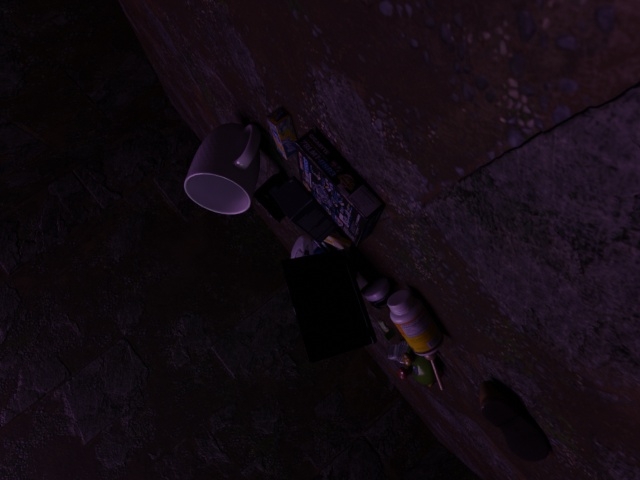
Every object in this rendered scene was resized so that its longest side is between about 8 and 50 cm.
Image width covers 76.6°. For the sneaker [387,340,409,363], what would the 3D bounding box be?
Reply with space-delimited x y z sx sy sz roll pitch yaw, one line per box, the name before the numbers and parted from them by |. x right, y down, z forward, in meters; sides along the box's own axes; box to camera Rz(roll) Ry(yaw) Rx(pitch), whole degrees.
sneaker | 0.424 0.544 1.948 0.115 0.105 0.281 18 167 -6

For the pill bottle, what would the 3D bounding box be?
pill bottle | 0.309 0.267 1.334 0.215 0.117 0.117 55 169 -17

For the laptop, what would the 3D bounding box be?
laptop | 0.051 0.256 1.617 0.408 0.236 0.382 55 -163 -73

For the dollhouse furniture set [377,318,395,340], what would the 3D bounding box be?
dollhouse furniture set | 0.332 0.472 2.113 0.076 0.058 0.151 55 169 -16

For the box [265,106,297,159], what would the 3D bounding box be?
box | -0.116 -0.334 1.276 0.054 0.059 0.169 48 169 24

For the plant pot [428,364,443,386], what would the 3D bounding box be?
plant pot | 0.479 0.566 1.746 0.081 0.081 0.083 46 158 27

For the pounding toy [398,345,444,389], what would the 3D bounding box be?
pounding toy | 0.389 0.515 1.665 0.237 0.110 0.183 152 110 -73

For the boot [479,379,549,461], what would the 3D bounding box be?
boot | 0.587 0.548 1.234 0.305 0.112 0.115 50 -159 -13

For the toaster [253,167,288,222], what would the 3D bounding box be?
toaster | -0.188 -0.198 1.791 0.168 0.185 0.110 47 175 -19

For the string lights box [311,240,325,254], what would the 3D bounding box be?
string lights box | 0.043 0.124 1.942 0.259 0.077 0.133 41 177 25

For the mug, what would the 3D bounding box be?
mug | -0.361 -0.337 1.681 0.276 0.328 0.374 28 146 -29

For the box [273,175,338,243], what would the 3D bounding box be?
box | -0.048 -0.107 1.444 0.207 0.108 0.153 38 -168 -49

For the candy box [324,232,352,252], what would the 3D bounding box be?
candy box | 0.028 -0.016 1.622 0.206 0.027 0.105 26 163 8

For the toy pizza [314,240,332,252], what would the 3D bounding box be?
toy pizza | 0.000 0.000 2.003 0.201 0.032 0.201 49 173 8

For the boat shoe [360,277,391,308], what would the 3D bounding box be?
boat shoe | 0.226 0.213 1.549 0.102 0.108 0.301 51 173 3

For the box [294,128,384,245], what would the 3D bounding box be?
box | 0.047 -0.141 1.196 0.293 0.073 0.295 50 171 11

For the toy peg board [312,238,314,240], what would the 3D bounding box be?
toy peg board | -0.034 -0.107 1.722 0.161 0.079 0.160 49 154 5

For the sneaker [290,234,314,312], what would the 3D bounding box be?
sneaker | -0.011 0.157 1.769 0.137 0.210 0.366 4 96 62
